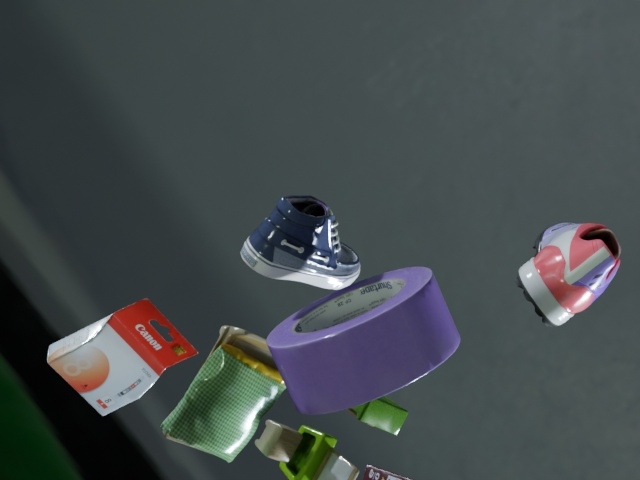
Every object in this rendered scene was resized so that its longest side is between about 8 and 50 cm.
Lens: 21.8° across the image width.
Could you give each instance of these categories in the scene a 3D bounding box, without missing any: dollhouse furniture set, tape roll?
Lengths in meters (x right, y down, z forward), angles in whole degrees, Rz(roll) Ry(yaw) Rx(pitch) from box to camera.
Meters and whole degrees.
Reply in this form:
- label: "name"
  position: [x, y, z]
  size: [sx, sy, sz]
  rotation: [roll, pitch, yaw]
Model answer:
- label: "dollhouse furniture set"
  position: [-0.052, 0.268, 2.455]
  size: [0.301, 0.197, 0.151]
  rotation: [27, -176, -45]
- label: "tape roll"
  position: [0.044, 0.102, 1.731]
  size: [0.189, 0.189, 0.080]
  rotation: [-72, -40, -77]

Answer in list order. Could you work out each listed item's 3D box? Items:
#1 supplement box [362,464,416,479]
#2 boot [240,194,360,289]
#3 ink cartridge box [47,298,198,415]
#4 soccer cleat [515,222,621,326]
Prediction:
- label: "supplement box"
  position: [0.164, 0.327, 1.885]
  size: [0.130, 0.073, 0.239]
  rotation: [25, 172, -41]
- label: "boot"
  position: [0.000, 0.000, 1.827]
  size: [0.069, 0.086, 0.190]
  rotation: [48, -157, 27]
- label: "ink cartridge box"
  position: [-0.295, 0.177, 2.493]
  size: [0.145, 0.179, 0.045]
  rotation: [51, -158, -37]
- label: "soccer cleat"
  position: [0.328, 0.023, 2.067]
  size: [0.108, 0.116, 0.318]
  rotation: [55, -162, 2]
